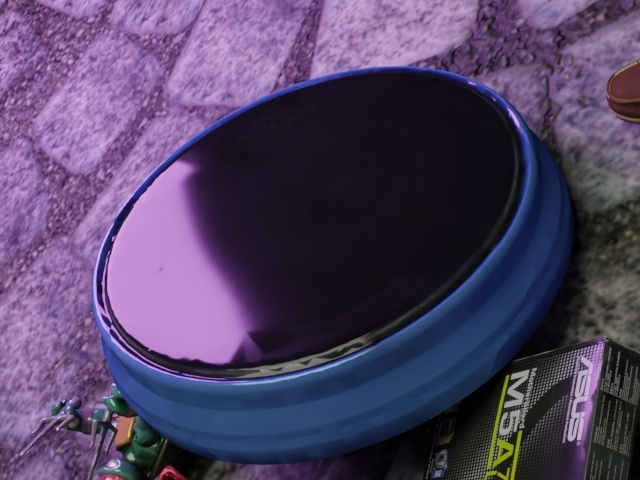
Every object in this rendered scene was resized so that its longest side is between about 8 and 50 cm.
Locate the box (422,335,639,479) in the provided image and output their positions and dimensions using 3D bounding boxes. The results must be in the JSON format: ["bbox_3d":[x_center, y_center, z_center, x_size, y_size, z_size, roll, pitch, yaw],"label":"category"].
[{"bbox_3d":[0.134,0.173,0.974,0.184,0.045,0.190,-26,44,57],"label":"box"}]

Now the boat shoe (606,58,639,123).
[{"bbox_3d":[0.292,-0.135,1.070,0.178,0.060,0.064,-11,56,36],"label":"boat shoe"}]

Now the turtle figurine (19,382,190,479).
[{"bbox_3d":[-0.163,0.141,1.243,0.175,0.118,0.234,-24,38,49],"label":"turtle figurine"}]

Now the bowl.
[{"bbox_3d":[0.000,0.000,1.126,0.391,0.077,0.391,-15,39,13],"label":"bowl"}]
